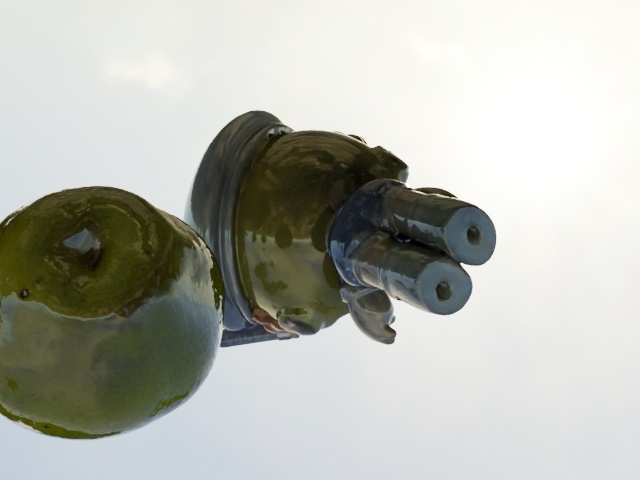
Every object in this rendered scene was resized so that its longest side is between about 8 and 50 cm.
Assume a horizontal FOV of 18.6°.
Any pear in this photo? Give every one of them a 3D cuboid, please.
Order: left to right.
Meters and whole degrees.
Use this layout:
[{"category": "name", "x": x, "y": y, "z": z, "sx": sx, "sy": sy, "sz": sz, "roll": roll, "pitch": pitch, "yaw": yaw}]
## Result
[{"category": "pear", "x": -0.163, "y": 0.055, "z": 1.405, "sx": 0.198, "sy": 0.198, "sz": 0.198, "roll": 0, "pitch": -170, "yaw": 0}]

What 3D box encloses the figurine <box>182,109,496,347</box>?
[{"category": "figurine", "x": 0.014, "y": -0.028, "z": 1.767, "sx": 0.205, "sy": 0.225, "sz": 0.381, "roll": 30, "pitch": 157, "yaw": -29}]
